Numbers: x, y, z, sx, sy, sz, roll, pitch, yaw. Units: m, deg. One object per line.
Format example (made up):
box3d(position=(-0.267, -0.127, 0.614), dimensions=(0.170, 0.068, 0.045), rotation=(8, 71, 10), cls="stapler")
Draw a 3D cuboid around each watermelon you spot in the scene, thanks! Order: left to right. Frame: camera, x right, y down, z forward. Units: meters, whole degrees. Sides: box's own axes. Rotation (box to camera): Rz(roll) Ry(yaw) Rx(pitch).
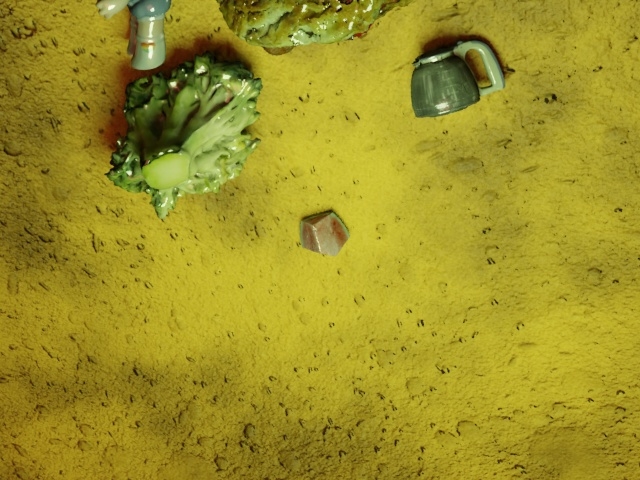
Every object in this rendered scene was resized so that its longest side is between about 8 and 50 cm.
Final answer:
box3d(position=(-0.002, -0.005, 2.124), dimensions=(0.092, 0.072, 0.084), rotation=(-29, 94, 28), cls="watermelon")

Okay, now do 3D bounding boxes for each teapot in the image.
box3d(position=(0.212, -0.263, 1.918), dimensions=(0.149, 0.111, 0.108), rotation=(-11, 103, 22), cls="teapot")

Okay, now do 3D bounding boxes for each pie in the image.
box3d(position=(-0.039, -0.489, 1.709), dimensions=(0.395, 0.180, 0.418), rotation=(-8, 106, 44), cls="pie")

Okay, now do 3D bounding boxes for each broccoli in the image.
box3d(position=(-0.223, -0.160, 1.969), dimensions=(0.248, 0.245, 0.288), rotation=(12, 127, -8), cls="broccoli")

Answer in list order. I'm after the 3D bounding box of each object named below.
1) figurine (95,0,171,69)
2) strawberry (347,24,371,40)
box3d(position=(-0.294, -0.468, 1.875), dimensions=(0.205, 0.224, 0.382), rotation=(-13, 144, -8), cls="figurine")
box3d(position=(0.046, -0.401, 1.873), dimensions=(0.140, 0.085, 0.192), rotation=(25, 126, 22), cls="strawberry")
